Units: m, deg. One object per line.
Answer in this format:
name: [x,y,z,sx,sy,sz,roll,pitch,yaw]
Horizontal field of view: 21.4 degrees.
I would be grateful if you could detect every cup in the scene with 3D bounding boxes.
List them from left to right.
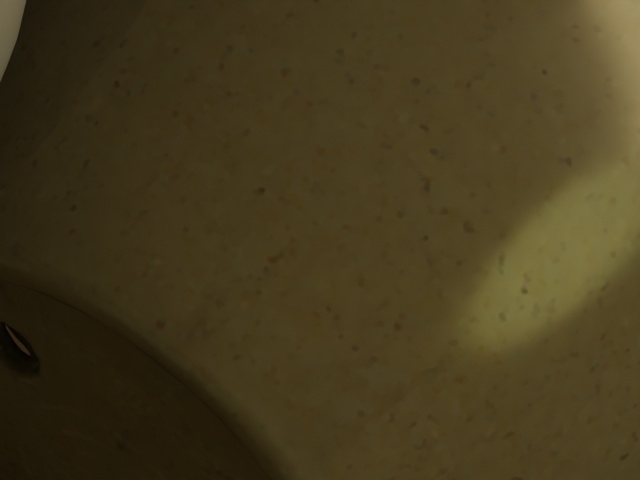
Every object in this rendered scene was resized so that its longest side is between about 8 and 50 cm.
cup: [0.000,0.000,0.525,0.237,0.331,0.331,-47,112,-37]

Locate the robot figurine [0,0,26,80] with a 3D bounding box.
robot figurine: [-0.178,-0.122,0.337,0.300,0.200,0.353,94,-24,-77]
